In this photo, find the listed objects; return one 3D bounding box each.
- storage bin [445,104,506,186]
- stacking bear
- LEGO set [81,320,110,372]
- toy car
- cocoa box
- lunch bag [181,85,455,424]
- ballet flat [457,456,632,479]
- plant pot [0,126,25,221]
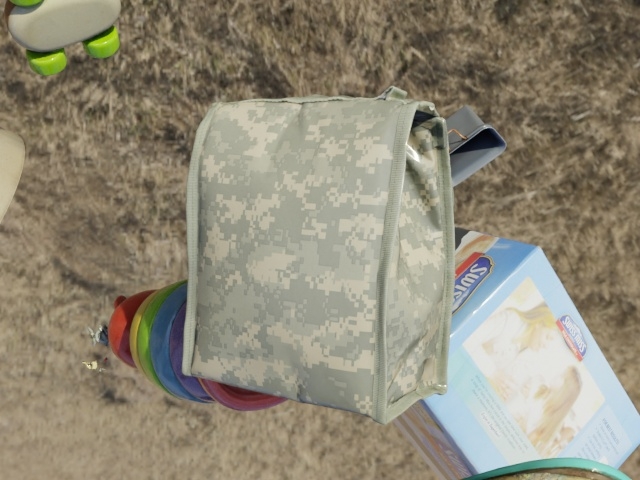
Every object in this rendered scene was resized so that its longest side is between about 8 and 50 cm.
[{"bbox_3d":[0.250,-0.181,1.447,0.135,0.091,0.098,-37,138,17],"label":"storage bin"},{"bbox_3d":[-0.166,0.119,1.000,0.289,0.164,0.175,-2,119,49],"label":"stacking bear"},{"bbox_3d":[-0.301,0.144,1.114,0.054,0.083,0.023,12,166,-26],"label":"LEGO set"},{"bbox_3d":[-0.367,-0.350,1.066,0.149,0.188,0.155,-23,154,-18],"label":"toy car"},{"bbox_3d":[0.218,0.184,1.044,0.231,0.228,0.347,-42,114,-14],"label":"cocoa box"},{"bbox_3d":[0.000,0.000,0.764,0.235,0.286,0.169,6,-173,32],"label":"lunch bag"},{"bbox_3d":[0.054,0.218,0.505,0.123,0.123,0.348,14,153,-28],"label":"ballet flat"},{"bbox_3d":[-0.498,-0.076,0.810,0.256,0.256,0.274,-33,130,27],"label":"plant pot"}]
